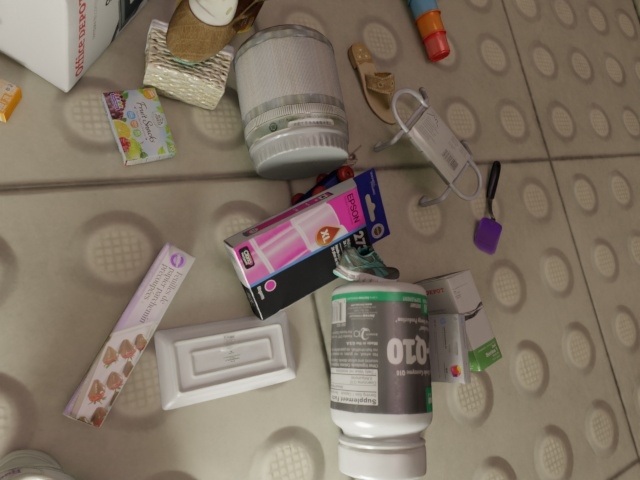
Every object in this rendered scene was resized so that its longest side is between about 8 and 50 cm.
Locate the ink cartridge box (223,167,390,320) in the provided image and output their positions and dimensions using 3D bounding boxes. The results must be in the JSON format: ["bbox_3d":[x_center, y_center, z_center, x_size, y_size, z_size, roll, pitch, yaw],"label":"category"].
[{"bbox_3d":[0.000,0.000,0.929,0.371,0.069,0.175,-29,118,-22],"label":"ink cartridge box"}]

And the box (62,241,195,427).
[{"bbox_3d":[-0.329,0.157,0.785,0.063,0.067,0.323,32,65,-18],"label":"box"}]

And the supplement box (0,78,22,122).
[{"bbox_3d":[-0.584,-0.257,0.769,0.099,0.036,0.062,23,67,-21],"label":"supplement box"}]

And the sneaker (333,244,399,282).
[{"bbox_3d":[0.108,0.049,0.936,0.167,0.065,0.076,9,98,-36],"label":"sneaker"}]

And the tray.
[{"bbox_3d":[-0.174,0.226,0.870,0.271,0.030,0.145,-5,79,-29],"label":"tray"}]

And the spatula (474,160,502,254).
[{"bbox_3d":[0.505,-0.107,1.316,0.084,0.030,0.296,21,69,-20],"label":"spatula"}]

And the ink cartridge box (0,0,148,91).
[{"bbox_3d":[-0.407,-0.504,0.783,0.166,0.286,0.394,33,65,-18],"label":"ink cartridge box"}]

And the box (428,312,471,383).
[{"bbox_3d":[0.232,0.240,0.993,0.038,0.186,0.145,14,69,-47],"label":"box"}]

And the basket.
[{"bbox_3d":[-0.275,-0.353,0.916,0.168,0.113,0.103,10,75,-25],"label":"basket"}]

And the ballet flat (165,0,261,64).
[{"bbox_3d":[-0.172,-0.481,0.865,0.116,0.124,0.342,42,60,-12],"label":"ballet flat"}]

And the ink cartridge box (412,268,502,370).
[{"bbox_3d":[0.307,0.191,1.059,0.093,0.160,0.219,-16,86,-33],"label":"ink cartridge box"}]

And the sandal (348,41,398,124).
[{"bbox_3d":[0.157,-0.430,1.184,0.088,0.079,0.239,-29,92,-31],"label":"sandal"}]

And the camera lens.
[{"bbox_3d":[-0.061,-0.290,0.950,0.220,0.219,0.273,-5,80,-29],"label":"camera lens"}]

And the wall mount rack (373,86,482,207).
[{"bbox_3d":[0.303,-0.269,1.194,0.350,0.131,0.304,46,64,-16],"label":"wall mount rack"}]

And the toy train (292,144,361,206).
[{"bbox_3d":[0.062,-0.105,1.045,0.248,0.105,0.143,-43,109,-30],"label":"toy train"}]

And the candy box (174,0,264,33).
[{"bbox_3d":[-0.226,-0.496,0.979,0.187,0.109,0.053,-32,93,-30],"label":"candy box"}]

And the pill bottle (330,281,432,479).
[{"bbox_3d":[0.123,0.275,0.915,0.205,0.204,0.360,8,74,-26],"label":"pill bottle"}]

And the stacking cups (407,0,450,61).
[{"bbox_3d":[0.305,-0.694,1.326,0.096,0.096,0.315,-13,85,-30],"label":"stacking cups"}]

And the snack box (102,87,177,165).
[{"bbox_3d":[-0.357,-0.226,0.882,0.100,0.037,0.141,-19,87,-32],"label":"snack box"}]

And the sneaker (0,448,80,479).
[{"bbox_3d":[-0.355,0.430,0.651,0.305,0.152,0.114,42,60,-14],"label":"sneaker"}]
